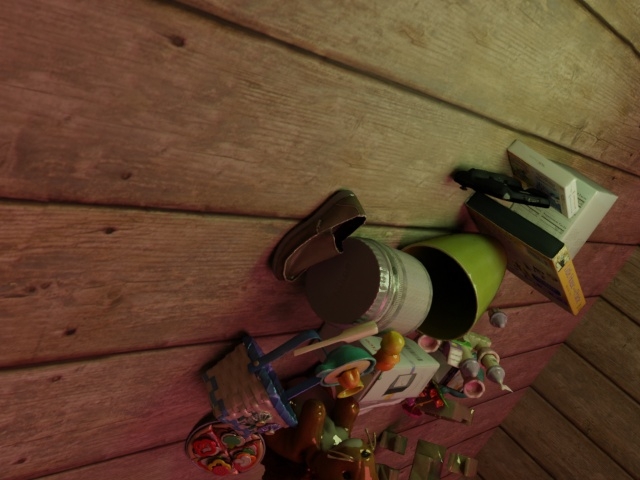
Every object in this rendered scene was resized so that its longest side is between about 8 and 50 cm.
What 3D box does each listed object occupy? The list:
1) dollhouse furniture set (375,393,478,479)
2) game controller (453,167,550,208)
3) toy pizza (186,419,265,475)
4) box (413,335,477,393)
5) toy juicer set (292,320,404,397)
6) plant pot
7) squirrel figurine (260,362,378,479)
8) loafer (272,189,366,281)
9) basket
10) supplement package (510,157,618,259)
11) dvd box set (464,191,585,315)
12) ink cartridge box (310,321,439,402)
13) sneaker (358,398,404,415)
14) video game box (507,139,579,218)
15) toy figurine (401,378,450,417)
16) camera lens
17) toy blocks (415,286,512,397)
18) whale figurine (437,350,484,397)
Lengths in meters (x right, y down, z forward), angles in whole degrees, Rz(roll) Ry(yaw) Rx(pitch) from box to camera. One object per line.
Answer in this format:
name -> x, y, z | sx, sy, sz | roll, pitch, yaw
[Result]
dollhouse furniture set -> 0.454, 0.831, 2.462 | 0.256, 0.362, 0.394 | 37, 66, -54
game controller -> 0.492, -0.132, 1.656 | 0.319, 0.166, 0.067 | 2, 119, -48
toy pizza -> -0.241, 0.536, 1.575 | 0.201, 0.032, 0.201 | -1, 119, -3
box -> 0.426, 0.436, 2.174 | 0.087, 0.169, 0.290 | -51, 145, 3
toy juicer set -> 0.091, 0.269, 1.372 | 0.209, 0.089, 0.329 | -26, 151, 6
plant pot -> 0.385, 0.089, 1.711 | 0.293, 0.275, 0.274 | -26, 142, -42
squirrel figurine -> -0.009, 0.577, 1.662 | 0.281, 0.370, 0.397 | -2, 126, -47
loafer -> 0.000, 0.000, 1.329 | 0.251, 0.087, 0.094 | -46, 146, 0
basket -> -0.106, 0.329, 1.454 | 0.289, 0.201, 0.254 | -33, 145, -5
supplement package -> 0.742, -0.088, 1.943 | 0.199, 0.198, 0.262 | 2, 124, -48
dvd box set -> 0.601, 0.042, 1.799 | 0.062, 0.307, 0.420 | -48, 140, -2
ink cartridge box -> 0.151, 0.319, 1.701 | 0.306, 0.226, 0.131 | 12, 114, -51
sneaker -> 0.191, 0.471, 1.993 | 0.281, 0.105, 0.115 | -21, 128, -23
video game box -> 0.620, -0.169, 1.722 | 0.048, 0.205, 0.187 | -43, 146, -2
toy figurine -> 0.377, 0.595, 2.339 | 0.159, 0.173, 0.130 | -30, -172, 5
camera lens -> 0.121, 0.114, 1.459 | 0.219, 0.219, 0.274 | -54, 146, 11
toy blocks -> 0.416, 0.314, 1.835 | 0.289, 0.260, 0.309 | 22, 108, -7
whale figurine -> 0.551, 0.532, 2.428 | 0.216, 0.141, 0.272 | -48, 146, 3
